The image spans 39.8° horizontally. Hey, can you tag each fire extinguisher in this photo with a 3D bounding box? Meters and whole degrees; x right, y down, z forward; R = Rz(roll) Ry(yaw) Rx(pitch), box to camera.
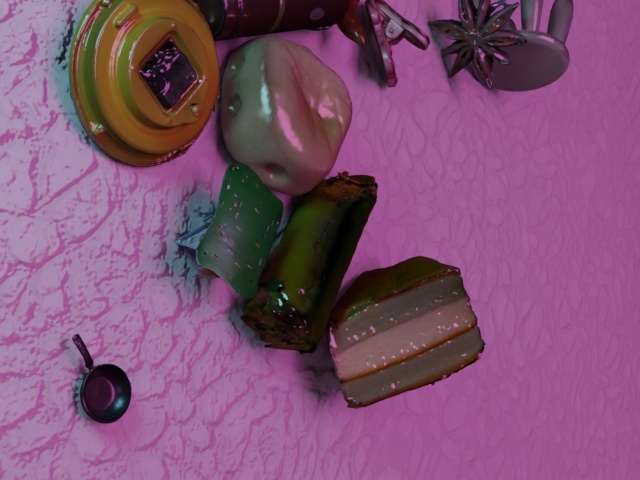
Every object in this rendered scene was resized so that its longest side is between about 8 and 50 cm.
[{"bbox_3d":[-0.055,-0.372,1.309,0.341,0.105,0.142,-23,129,-47],"label":"fire extinguisher"}]

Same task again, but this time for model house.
[{"bbox_3d":[-0.130,-0.007,1.158,0.117,0.088,0.167,41,51,-37],"label":"model house"}]

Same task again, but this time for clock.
[{"bbox_3d":[-0.201,-0.205,1.097,0.237,0.057,0.237,-14,109,-48],"label":"clock"}]

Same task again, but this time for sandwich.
[{"bbox_3d":[0.102,0.135,1.363,0.227,0.198,0.155,-21,100,-11],"label":"sandwich"}]

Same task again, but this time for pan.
[{"bbox_3d":[-0.260,0.156,1.012,0.068,0.023,0.115,-43,117,-45],"label":"pan"}]

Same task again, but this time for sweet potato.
[{"bbox_3d":[0.052,-0.419,1.490,0.078,0.058,0.255,12,52,-2],"label":"sweet potato"}]

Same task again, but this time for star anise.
[{"bbox_3d":[0.302,-0.394,1.719,0.065,0.195,0.182,-52,161,-59],"label":"star anise"}]

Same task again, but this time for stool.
[{"bbox_3d":[0.413,-0.441,1.833,0.195,0.195,0.199,26,60,-44],"label":"stool"}]

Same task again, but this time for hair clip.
[{"bbox_3d":[0.108,-0.350,1.537,0.138,0.102,0.123,41,1,4],"label":"hair clip"}]

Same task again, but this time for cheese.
[{"bbox_3d":[-0.042,-0.185,1.277,0.218,0.117,0.235,-18,90,-49],"label":"cheese"}]

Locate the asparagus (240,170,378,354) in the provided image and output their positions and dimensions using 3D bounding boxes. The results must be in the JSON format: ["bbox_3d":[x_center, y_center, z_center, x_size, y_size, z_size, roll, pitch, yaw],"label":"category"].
[{"bbox_3d":[0.000,0.000,1.303,0.128,0.108,0.382,50,45,-28],"label":"asparagus"}]
